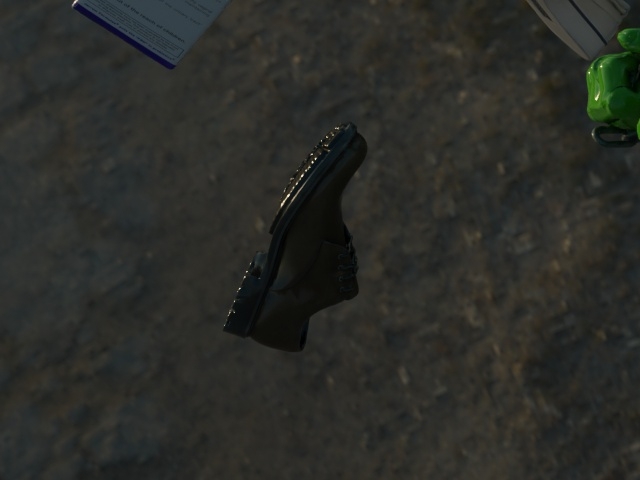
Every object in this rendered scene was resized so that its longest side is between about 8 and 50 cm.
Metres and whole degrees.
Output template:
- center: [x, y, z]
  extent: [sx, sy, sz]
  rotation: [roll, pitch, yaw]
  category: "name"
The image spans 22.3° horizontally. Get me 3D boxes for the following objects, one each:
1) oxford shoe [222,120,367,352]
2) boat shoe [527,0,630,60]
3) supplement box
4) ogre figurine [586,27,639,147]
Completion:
- center: [0.000, 0.000, 1.388]
  extent: [0.096, 0.227, 0.083]
  rotation: [24, 32, 0]
  category: "oxford shoe"
- center: [0.232, -0.275, 1.601]
  extent: [0.084, 0.258, 0.095]
  rotation: [-47, 56, 3]
  category: "boat shoe"
- center: [-0.112, -0.266, 1.421]
  extent: [0.220, 0.114, 0.111]
  rotation: [-41, 21, 52]
  category: "supplement box"
- center: [0.179, -0.052, 0.491]
  extent: [0.118, 0.197, 0.097]
  rotation: [-4, 72, -23]
  category: "ogre figurine"
